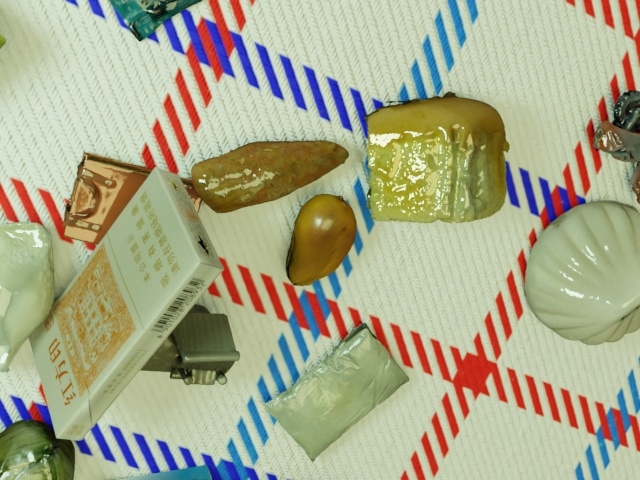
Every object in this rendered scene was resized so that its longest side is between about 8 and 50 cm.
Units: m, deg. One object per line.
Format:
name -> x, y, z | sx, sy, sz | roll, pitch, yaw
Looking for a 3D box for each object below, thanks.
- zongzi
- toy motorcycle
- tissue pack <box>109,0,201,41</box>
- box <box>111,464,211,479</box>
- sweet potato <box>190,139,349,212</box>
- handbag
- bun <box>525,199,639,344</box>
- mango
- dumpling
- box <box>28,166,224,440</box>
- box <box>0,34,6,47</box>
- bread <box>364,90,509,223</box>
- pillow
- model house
zongzi -> -0.588, 0.391, 1.467 | 0.360, 0.160, 0.323 | 24, 95, -14
toy motorcycle -> 0.528, -0.146, 1.609 | 0.118, 0.084, 0.212 | -38, 118, -9
tissue pack -> -0.228, -0.355, 1.374 | 0.138, 0.028, 0.085 | -36, 112, -5
box -> -0.276, 0.470, 1.607 | 0.194, 0.073, 0.139 | -6, 109, -13
sweet potato -> -0.077, -0.110, 1.465 | 0.252, 0.097, 0.097 | -16, 111, -16
handbag -> -0.285, -0.048, 1.442 | 0.190, 0.063, 0.127 | 15, 104, -21
bun -> 0.496, 0.073, 1.624 | 0.263, 0.175, 0.263 | -4, 110, -12
mango -> -0.001, -0.003, 1.521 | 0.105, 0.084, 0.159 | 7, 127, -33
dumpling -> -0.482, 0.070, 1.409 | 0.166, 0.126, 0.216 | 22, 118, 7
box -> -0.290, 0.094, 1.366 | 0.051, 0.204, 0.365 | 19, 120, -44
box -> -0.568, -0.235, 1.257 | 0.260, 0.062, 0.175 | -36, 115, 25
bread -> 0.200, -0.130, 1.490 | 0.262, 0.162, 0.204 | -9, 99, -26
pillow -> 0.029, 0.261, 1.631 | 0.230, 0.050, 0.148 | -39, 108, 3
model house -> -0.222, 0.162, 1.473 | 0.229, 0.188, 0.122 | 9, 90, -18
